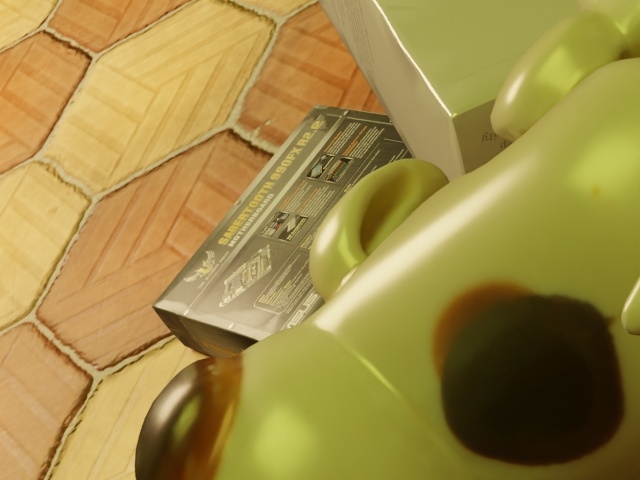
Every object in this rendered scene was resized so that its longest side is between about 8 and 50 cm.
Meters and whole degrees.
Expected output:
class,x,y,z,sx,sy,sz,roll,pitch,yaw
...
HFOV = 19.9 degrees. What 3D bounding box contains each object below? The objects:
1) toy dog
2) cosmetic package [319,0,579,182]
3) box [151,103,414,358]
class,x,y,z,sx,sy,sz,roll,pitch,yaw
toy dog,0.104,0.087,1.017,0.408,0.284,0.395,-39,13,8
cosmetic package,0.135,-0.174,1.346,0.217,0.156,0.385,-23,41,-7
box,0.000,0.000,1.432,0.183,0.056,0.231,12,58,49
